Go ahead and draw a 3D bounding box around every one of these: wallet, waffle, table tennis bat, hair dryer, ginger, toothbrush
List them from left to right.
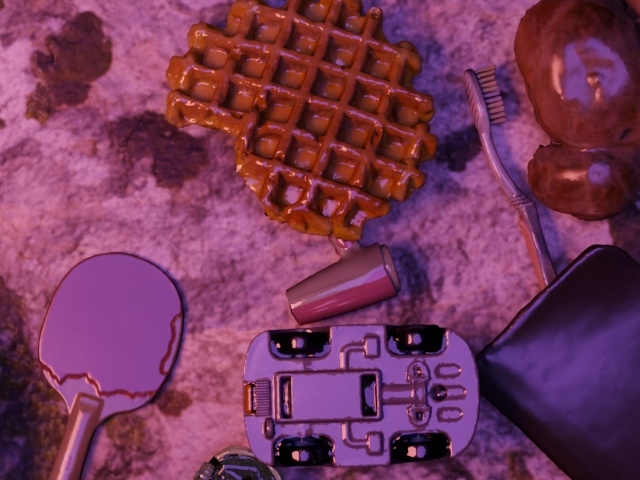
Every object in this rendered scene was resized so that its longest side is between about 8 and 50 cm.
[{"bbox_3d":[-0.208,0.126,1.571,0.131,0.022,0.234,17,84,-1],"label":"table tennis bat"},{"bbox_3d":[-0.016,-0.116,1.558,0.249,0.056,0.253,-14,76,-5],"label":"waffle"},{"bbox_3d":[0.005,-0.005,1.577,0.106,0.054,0.154,-18,77,2],"label":"hair dryer"},{"bbox_3d":[0.207,0.012,1.583,0.037,0.028,0.375,-17,86,-11],"label":"toothbrush"},{"bbox_3d":[0.297,-0.165,1.547,0.304,0.155,0.244,-37,94,5],"label":"ginger"},{"bbox_3d":[0.327,0.181,1.539,0.377,0.051,0.197,44,94,-5],"label":"wallet"}]

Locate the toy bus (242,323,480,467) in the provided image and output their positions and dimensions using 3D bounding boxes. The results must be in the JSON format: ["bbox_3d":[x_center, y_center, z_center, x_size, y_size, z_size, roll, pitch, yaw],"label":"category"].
[{"bbox_3d":[0.035,0.141,1.515,0.209,0.136,0.126,-2,84,-2],"label":"toy bus"}]

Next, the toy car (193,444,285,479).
[{"bbox_3d":[-0.098,0.273,1.543,0.093,0.058,0.186,33,98,2],"label":"toy car"}]
